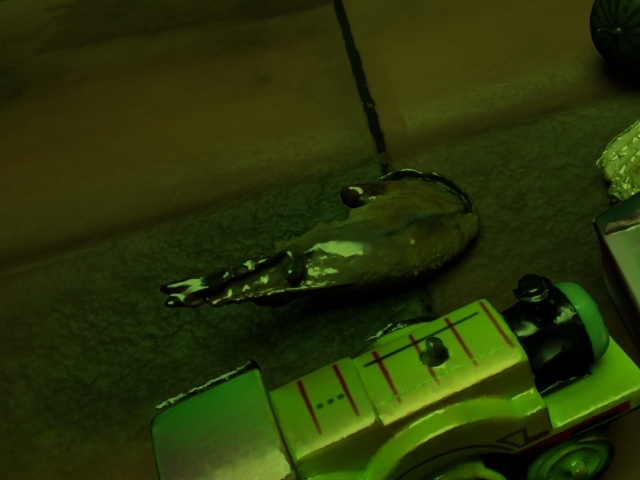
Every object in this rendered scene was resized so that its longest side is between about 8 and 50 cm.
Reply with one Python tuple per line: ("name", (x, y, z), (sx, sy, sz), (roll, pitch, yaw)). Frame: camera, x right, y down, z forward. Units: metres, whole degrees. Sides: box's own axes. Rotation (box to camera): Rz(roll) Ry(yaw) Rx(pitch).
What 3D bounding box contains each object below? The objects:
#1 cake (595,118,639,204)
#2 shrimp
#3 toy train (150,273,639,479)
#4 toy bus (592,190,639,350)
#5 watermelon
("cake", (0.320, -0.082, 0.689), (0.185, 0.116, 0.080), (-50, 42, 15))
("shrimp", (0.000, 0.009, 0.689), (0.262, 0.066, 0.117), (-12, 31, -13))
("toy train", (0.051, 0.117, 0.515), (0.296, 0.160, 0.100), (-23, 41, -4))
("toy bus", (0.267, 0.071, 0.537), (0.112, 0.090, 0.274), (-19, 46, 8))
("watermelon", (0.281, -0.191, 0.743), (0.133, 0.105, 0.105), (-21, 45, -27))
